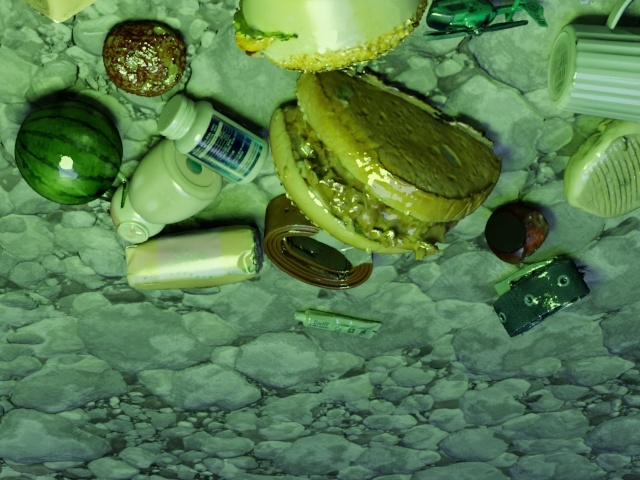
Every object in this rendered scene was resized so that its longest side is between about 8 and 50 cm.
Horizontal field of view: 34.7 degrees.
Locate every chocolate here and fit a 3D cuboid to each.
[{"bbox_3d":[0.412,-0.011,2.120,0.124,0.127,0.133,-36,148,21],"label":"chocolate"}]

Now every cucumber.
[{"bbox_3d":[-0.436,-0.096,2.017,0.184,0.033,0.036,16,118,-25],"label":"cucumber"}]

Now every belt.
[{"bbox_3d":[0.000,0.000,2.117,0.261,0.105,0.184,27,134,-28],"label":"belt"},{"bbox_3d":[0.484,0.117,2.292,0.218,0.128,0.122,-35,161,30],"label":"belt"}]

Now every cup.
[{"bbox_3d":[0.509,-0.314,1.760,0.202,0.221,0.167,5,174,-6],"label":"cup"}]

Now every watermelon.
[{"bbox_3d":[-0.435,-0.153,1.826,0.215,0.188,0.188,19,136,-21],"label":"watermelon"}]

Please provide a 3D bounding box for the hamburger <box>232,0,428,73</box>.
[{"bbox_3d":[0.016,-0.369,1.537,0.294,0.276,0.179,0,135,13],"label":"hamburger"}]

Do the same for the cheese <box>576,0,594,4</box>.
[{"bbox_3d":[0.430,-0.449,1.651,0.086,0.036,0.162,-6,140,5],"label":"cheese"}]

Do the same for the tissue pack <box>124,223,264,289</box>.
[{"bbox_3d":[-0.246,0.038,2.062,0.257,0.123,0.215,-9,-179,2],"label":"tissue pack"}]

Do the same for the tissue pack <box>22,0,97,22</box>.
[{"bbox_3d":[-0.374,-0.506,1.406,0.239,0.238,0.305,-2,142,-2],"label":"tissue pack"}]

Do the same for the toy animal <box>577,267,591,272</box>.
[{"bbox_3d":[0.572,0.087,2.325,0.050,0.028,0.084,12,138,-31],"label":"toy animal"}]

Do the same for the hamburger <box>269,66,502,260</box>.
[{"bbox_3d":[0.106,-0.101,1.863,0.445,0.287,0.268,25,135,-25],"label":"hamburger"}]

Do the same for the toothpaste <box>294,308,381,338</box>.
[{"bbox_3d":[0.038,0.196,2.412,0.218,0.041,0.064,13,132,-25],"label":"toothpaste"}]

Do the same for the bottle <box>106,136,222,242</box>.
[{"bbox_3d":[-0.311,-0.087,1.951,0.147,0.147,0.236,29,133,-34],"label":"bottle"}]

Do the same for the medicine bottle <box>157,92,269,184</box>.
[{"bbox_3d":[-0.196,-0.186,1.864,0.191,0.107,0.107,29,131,-30],"label":"medicine bottle"}]

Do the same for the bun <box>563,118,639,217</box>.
[{"bbox_3d":[0.569,-0.151,1.967,0.237,0.116,0.210,-34,131,12],"label":"bun"}]

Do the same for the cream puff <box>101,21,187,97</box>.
[{"bbox_3d":[-0.298,-0.301,1.737,0.149,0.084,0.149,-3,143,-3],"label":"cream puff"}]

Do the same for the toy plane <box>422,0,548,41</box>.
[{"bbox_3d":[0.262,-0.376,1.686,0.235,0.096,0.060,-12,146,-18],"label":"toy plane"}]
